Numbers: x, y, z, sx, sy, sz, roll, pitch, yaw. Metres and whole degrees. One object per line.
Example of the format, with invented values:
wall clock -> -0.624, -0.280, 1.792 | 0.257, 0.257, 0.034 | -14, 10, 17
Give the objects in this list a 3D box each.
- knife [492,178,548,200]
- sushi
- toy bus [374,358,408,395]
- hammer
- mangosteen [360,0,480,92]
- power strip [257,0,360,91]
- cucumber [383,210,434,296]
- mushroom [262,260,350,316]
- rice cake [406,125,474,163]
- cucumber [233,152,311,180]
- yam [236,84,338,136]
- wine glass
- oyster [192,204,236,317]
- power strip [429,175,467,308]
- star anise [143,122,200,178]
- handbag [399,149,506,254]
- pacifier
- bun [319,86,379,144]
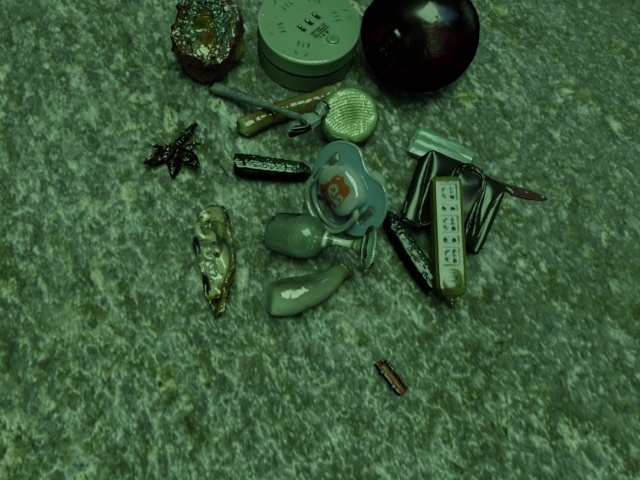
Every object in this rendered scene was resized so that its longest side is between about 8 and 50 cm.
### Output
knife -> 0.614, -0.164, 2.032 | 0.247, 0.018, 0.035 | 16, 65, 0
sushi -> -0.354, -0.645, 2.046 | 0.237, 0.171, 0.270 | 9, 70, -2
toy bus -> 0.198, 0.380, 1.763 | 0.043, 0.031, 0.110 | -33, 76, -19
hammer -> -0.178, -0.431, 1.979 | 0.427, 0.044, 0.152 | 26, 59, 28
mangosteen -> 0.318, -0.688, 2.032 | 0.381, 0.381, 0.421 | 14, 59, 0
power strip -> -0.052, -0.680, 2.094 | 0.358, 0.161, 0.357 | 2, 68, -5
cucumber -> 0.263, 0.028, 1.893 | 0.072, 0.072, 0.300 | -28, 72, -16
mushroom -> -0.028, 0.138, 1.799 | 0.270, 0.103, 0.118 | -18, 35, -15
rice cake -> 0.387, -0.283, 2.046 | 0.211, 0.038, 0.124 | 24, 68, 4
cucumber -> -0.147, -0.220, 1.946 | 0.242, 0.074, 0.074 | 7, 68, -4
yam -> -0.099, -0.418, 2.032 | 0.357, 0.081, 0.081 | -24, 73, -14
wine glass -> 0.000, 0.000, 1.800 | 0.321, 0.143, 0.143 | 10, 66, 16
oyster -> -0.302, 0.057, 1.825 | 0.129, 0.078, 0.344 | -12, 70, 12
power strip -> 0.368, 0.003, 1.815 | 0.092, 0.066, 0.387 | 0, 81, -3
star anise -> -0.437, -0.262, 1.944 | 0.212, 0.053, 0.157 | -29, 73, -18
handbag -> 0.403, -0.114, 1.926 | 0.285, 0.113, 0.257 | 25, 73, -8
pacifier -> 0.106, -0.153, 1.905 | 0.233, 0.244, 0.299 | -16, 71, -45
bun -> 0.084, -0.390, 2.011 | 0.196, 0.118, 0.195 | -1, 92, -14
